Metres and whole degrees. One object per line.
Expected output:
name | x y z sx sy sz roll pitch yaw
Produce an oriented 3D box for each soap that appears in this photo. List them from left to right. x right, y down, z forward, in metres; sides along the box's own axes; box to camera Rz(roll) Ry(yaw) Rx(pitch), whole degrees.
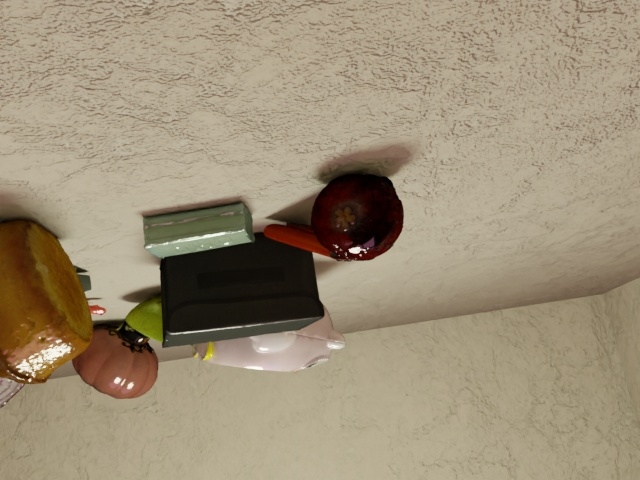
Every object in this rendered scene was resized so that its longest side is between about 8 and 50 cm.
soap | -0.234 -0.017 1.273 0.198 0.063 0.114 -9 167 3

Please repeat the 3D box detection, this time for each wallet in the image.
wallet | 0.000 0.000 1.342 0.142 0.045 0.204 2 -170 -45

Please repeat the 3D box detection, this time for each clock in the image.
clock | -0.144 0.233 1.842 0.377 0.250 0.368 11 171 -22

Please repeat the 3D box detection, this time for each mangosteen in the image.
mangosteen | 0.071 -0.047 1.186 0.166 0.166 0.180 -13 -169 16

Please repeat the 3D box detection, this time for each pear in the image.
pear | -0.444 0.216 1.944 0.239 0.139 0.288 9 178 20

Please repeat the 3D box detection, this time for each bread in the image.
bread | -0.529 0.106 1.171 0.172 0.312 0.312 -25 166 -4

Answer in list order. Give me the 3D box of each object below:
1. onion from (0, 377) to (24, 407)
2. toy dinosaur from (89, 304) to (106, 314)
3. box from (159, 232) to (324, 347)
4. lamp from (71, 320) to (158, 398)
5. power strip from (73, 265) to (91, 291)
onion | -0.865 0.263 1.602 0.282 0.260 0.336 8 126 -38
toy dinosaur | -0.744 0.194 1.820 0.286 0.070 0.139 -2 154 -13
box | -0.200 0.116 1.526 0.345 0.204 0.251 -4 166 -17
lamp | -0.695 0.401 2.268 0.305 0.239 0.305 31 -179 0
power strip | -0.652 0.111 1.559 0.216 0.061 0.145 -8 172 2
